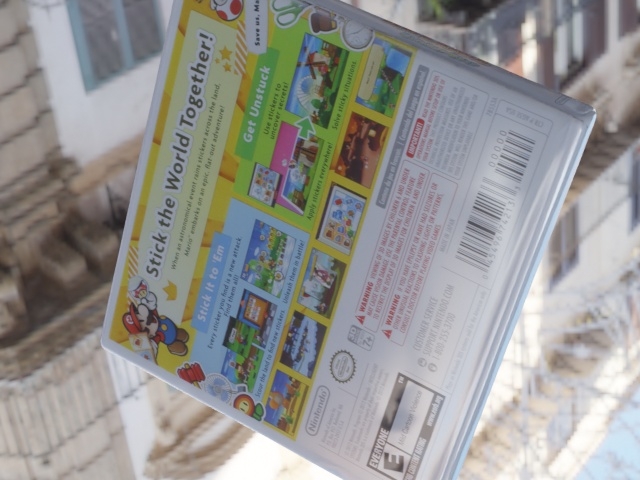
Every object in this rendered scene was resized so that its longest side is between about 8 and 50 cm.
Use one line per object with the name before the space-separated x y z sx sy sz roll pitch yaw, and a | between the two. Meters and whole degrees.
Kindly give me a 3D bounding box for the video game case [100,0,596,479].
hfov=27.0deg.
video game case | 0.000 0.000 0.645 0.206 0.227 0.026 26 -151 18
